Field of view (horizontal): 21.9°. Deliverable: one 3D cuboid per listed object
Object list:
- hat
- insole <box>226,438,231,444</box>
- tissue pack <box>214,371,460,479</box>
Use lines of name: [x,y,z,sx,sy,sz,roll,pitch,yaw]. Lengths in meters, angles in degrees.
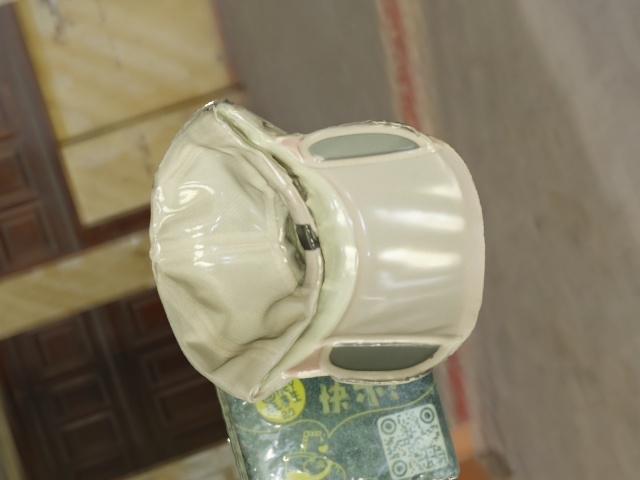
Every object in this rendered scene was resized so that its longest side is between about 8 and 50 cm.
hat: [0.000,0.000,1.241,0.164,0.226,0.220,-170,77,-67]
insole: [-0.074,0.260,1.918,0.065,0.006,0.193,41,173,-15]
tissue pack: [0.000,0.109,1.445,0.081,0.185,0.257,140,115,-76]
